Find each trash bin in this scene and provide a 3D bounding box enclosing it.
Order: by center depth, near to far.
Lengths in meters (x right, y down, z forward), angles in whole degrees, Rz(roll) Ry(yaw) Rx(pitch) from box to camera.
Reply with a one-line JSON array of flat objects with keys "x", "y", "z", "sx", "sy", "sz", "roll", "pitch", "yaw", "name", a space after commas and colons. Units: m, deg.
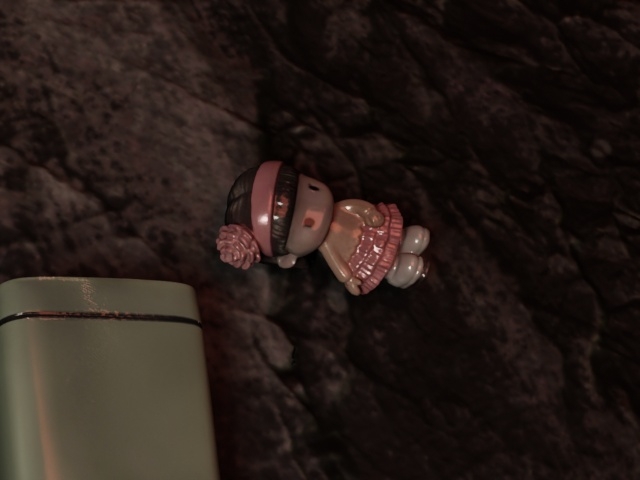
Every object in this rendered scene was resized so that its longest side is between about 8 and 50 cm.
[{"x": -0.114, "y": 0.089, "z": 0.958, "sx": 0.116, "sy": 0.059, "sz": 0.130, "roll": 2, "pitch": 62, "yaw": -24, "name": "trash bin"}]

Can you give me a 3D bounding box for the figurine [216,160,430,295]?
[{"x": 0.000, "y": 0.000, "z": 1.075, "sx": 0.129, "sy": 0.054, "sz": 0.072, "roll": 21, "pitch": 69, "yaw": -22, "name": "figurine"}]
